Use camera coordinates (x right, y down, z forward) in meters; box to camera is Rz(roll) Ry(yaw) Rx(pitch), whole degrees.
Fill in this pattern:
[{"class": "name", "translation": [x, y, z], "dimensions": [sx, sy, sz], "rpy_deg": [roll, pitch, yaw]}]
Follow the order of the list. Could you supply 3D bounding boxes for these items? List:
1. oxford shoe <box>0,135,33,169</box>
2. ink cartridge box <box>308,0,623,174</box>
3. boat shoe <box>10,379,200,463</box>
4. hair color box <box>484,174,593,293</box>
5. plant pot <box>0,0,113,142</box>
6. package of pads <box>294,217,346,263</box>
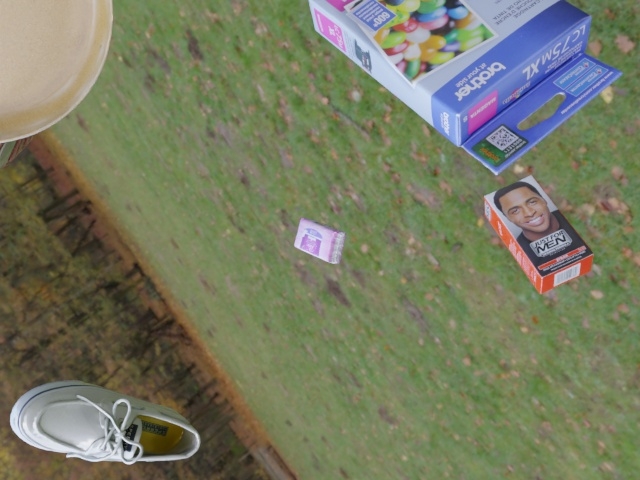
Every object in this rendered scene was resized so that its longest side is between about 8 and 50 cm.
[{"class": "oxford shoe", "translation": [-0.466, -0.269, 1.036], "dimensions": [0.146, 0.397, 0.140], "rpy_deg": [29, 125, -14]}, {"class": "ink cartridge box", "translation": [0.149, -0.227, 0.736], "dimensions": [0.311, 0.185, 0.065], "rpy_deg": [48, 170, 29]}, {"class": "boat shoe", "translation": [-0.380, 0.362, 1.260], "dimensions": [0.156, 0.136, 0.367], "rpy_deg": [5, 163, 47]}, {"class": "hair color box", "translation": [0.271, -0.010, 0.843], "dimensions": [0.043, 0.072, 0.141], "rpy_deg": [68, 177, -53]}, {"class": "plant pot", "translation": [-0.290, -0.199, 0.548], "dimensions": [0.236, 0.236, 0.032], "rpy_deg": [61, -179, -22]}, {"class": "package of pads", "translation": [0.000, 0.000, 1.019], "dimensions": [0.083, 0.032, 0.050], "rpy_deg": [23, 102, 44]}]
